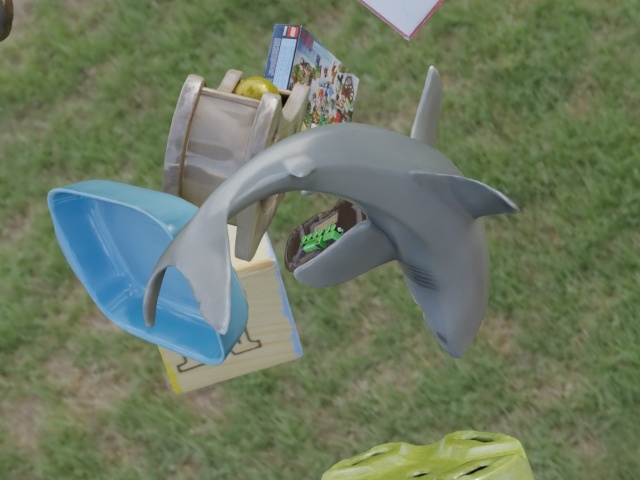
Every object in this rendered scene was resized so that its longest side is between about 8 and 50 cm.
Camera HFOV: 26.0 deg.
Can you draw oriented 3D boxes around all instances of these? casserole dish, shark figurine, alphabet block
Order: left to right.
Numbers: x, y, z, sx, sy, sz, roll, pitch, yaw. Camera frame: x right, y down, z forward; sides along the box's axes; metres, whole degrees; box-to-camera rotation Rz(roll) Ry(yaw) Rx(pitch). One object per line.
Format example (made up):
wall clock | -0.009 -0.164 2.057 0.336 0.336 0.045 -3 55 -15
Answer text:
casserole dish | -0.106 0.013 0.869 0.037 0.114 0.188 -35 28 -27
alphabet block | -0.153 0.078 2.025 0.197 0.193 0.192 -17 35 -4
shark figurine | 0.037 -0.017 0.717 0.116 0.278 0.166 15 94 39

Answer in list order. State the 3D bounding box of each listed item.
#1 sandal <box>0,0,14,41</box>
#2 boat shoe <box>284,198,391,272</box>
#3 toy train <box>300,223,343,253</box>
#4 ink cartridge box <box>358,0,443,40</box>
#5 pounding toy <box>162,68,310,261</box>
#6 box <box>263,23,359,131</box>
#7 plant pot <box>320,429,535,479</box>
sandal | -0.346 -0.224 1.137 0.219 0.090 0.060 37 47 15
boat shoe | 0.062 -0.012 1.749 0.257 0.095 0.095 -23 51 52
toy train | 0.000 0.000 1.710 0.083 0.017 0.023 -22 42 55
ink cartridge box | 0.046 -0.213 0.900 0.067 0.115 0.198 -49 6 27
pounding toy | -0.108 -0.079 1.159 0.155 0.154 0.269 14 29 5
box | -0.017 -0.198 2.011 0.044 0.233 0.159 7 81 24
plant pot | 0.106 0.306 1.170 0.276 0.276 0.253 -11 95 24
